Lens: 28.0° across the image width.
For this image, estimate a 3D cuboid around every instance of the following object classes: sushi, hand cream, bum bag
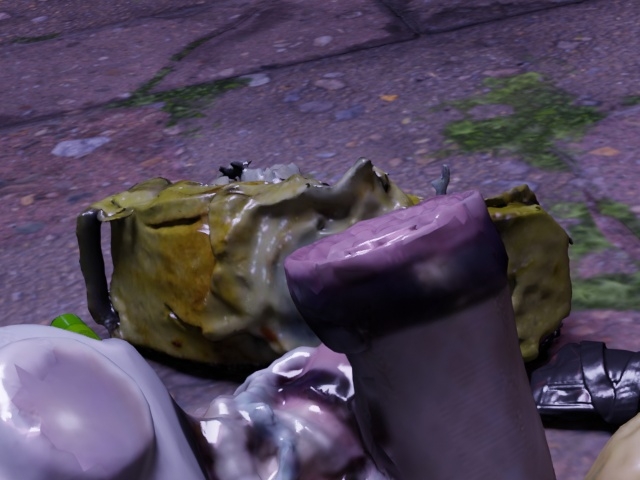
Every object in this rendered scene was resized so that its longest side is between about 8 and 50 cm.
[{"bbox_3d":[-0.002,0.003,0.736,0.291,0.139,0.131,4,22,26],"label":"sushi"},{"bbox_3d":[-0.127,0.077,0.747,0.036,0.023,0.122,-40,37,-12],"label":"hand cream"},{"bbox_3d":[0.169,0.074,0.654,0.124,0.034,0.058,2,43,21],"label":"bum bag"}]

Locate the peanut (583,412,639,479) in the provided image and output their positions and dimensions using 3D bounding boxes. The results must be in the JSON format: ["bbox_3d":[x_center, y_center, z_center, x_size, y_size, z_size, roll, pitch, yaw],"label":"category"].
[{"bbox_3d":[0.252,0.096,0.482,0.318,0.148,0.147,-14,27,8],"label":"peanut"}]

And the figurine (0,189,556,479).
[{"bbox_3d":[-0.079,0.125,0.420,0.361,0.253,0.211,-13,43,-24],"label":"figurine"}]
